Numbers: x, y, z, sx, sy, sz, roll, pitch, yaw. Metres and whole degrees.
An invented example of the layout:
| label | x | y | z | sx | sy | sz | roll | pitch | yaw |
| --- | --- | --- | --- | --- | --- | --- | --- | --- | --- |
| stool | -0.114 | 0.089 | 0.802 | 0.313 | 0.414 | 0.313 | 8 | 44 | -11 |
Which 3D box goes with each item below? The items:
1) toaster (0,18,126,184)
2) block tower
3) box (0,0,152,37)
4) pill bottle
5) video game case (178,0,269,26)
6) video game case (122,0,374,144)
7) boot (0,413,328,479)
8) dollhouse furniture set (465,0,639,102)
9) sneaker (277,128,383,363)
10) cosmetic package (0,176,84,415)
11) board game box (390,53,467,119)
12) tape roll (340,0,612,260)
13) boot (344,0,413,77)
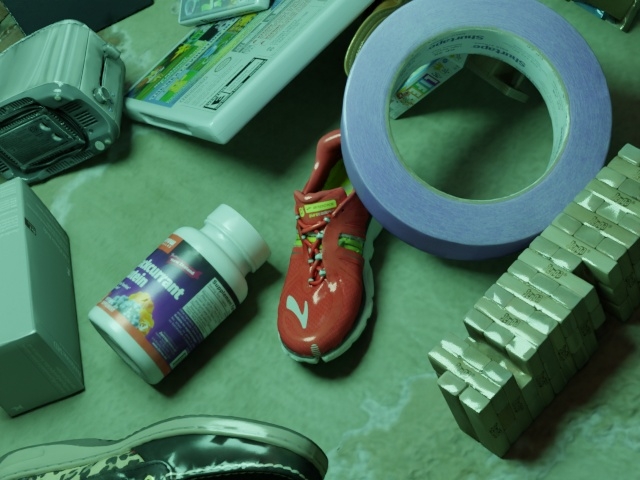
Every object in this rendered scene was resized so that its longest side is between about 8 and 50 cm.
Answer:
| label | x | y | z | sx | sy | sz | roll | pitch | yaw |
| --- | --- | --- | --- | --- | --- | --- | --- | --- | --- |
| toaster | -0.340 | -0.170 | 2.001 | 0.227 | 0.129 | 0.146 | -22 | 42 | 31 |
| block tower | 0.247 | 0.050 | 1.603 | 0.335 | 0.097 | 0.091 | -45 | 51 | -15 |
| box | -0.394 | -0.481 | 2.150 | 0.179 | 0.312 | 0.343 | -25 | 49 | 4 |
| pill bottle | -0.148 | 0.054 | 1.764 | 0.193 | 0.108 | 0.108 | -44 | 50 | -13 |
| video game case | -0.110 | -0.366 | 1.996 | 0.173 | 0.022 | 0.190 | -3 | 79 | 52 |
| video game case | -0.069 | -0.249 | 1.936 | 0.329 | 0.036 | 0.300 | -45 | 26 | -13 |
| boot | -0.179 | 0.323 | 1.549 | 0.377 | 0.138 | 0.284 | -8 | 51 | 23 |
| dollhouse furniture set | 0.254 | -0.256 | 1.842 | 0.129 | 0.129 | 0.183 | 42 | 108 | 41 |
| sneaker | 0.000 | 0.000 | 1.733 | 0.107 | 0.118 | 0.279 | -4 | 53 | 22 |
| cosmetic package | -0.344 | 0.062 | 1.832 | 0.107 | 0.127 | 0.238 | -23 | 50 | 7 |
| board game box | 0.127 | -0.211 | 1.838 | 0.154 | 0.026 | 0.103 | -34 | 29 | 58 |
| tape roll | 0.159 | -0.120 | 1.686 | 0.275 | 0.090 | 0.274 | 0 | 80 | -1 |
| boot | 0.072 | -0.240 | 1.886 | 0.197 | 0.073 | 0.152 | -51 | 13 | -20 |
